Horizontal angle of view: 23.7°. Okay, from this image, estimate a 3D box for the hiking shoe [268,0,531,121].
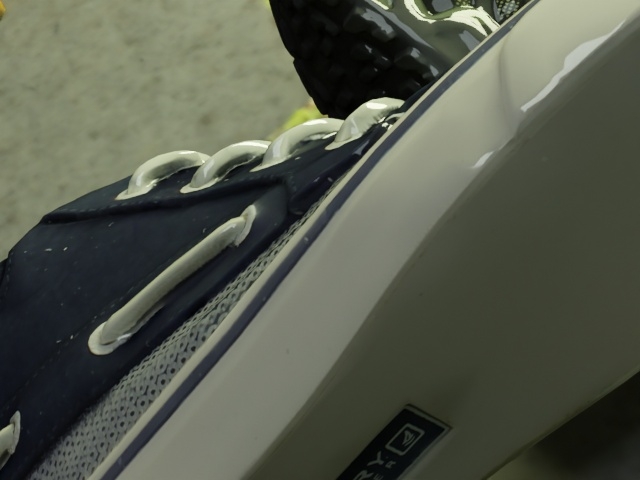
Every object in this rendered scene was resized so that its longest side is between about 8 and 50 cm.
[{"bbox_3d":[0.081,-0.069,0.558,0.227,0.086,0.114,34,61,27],"label":"hiking shoe"}]

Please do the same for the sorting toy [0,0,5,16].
[{"bbox_3d":[-0.285,-0.018,0.664,0.196,0.047,0.347,20,62,32],"label":"sorting toy"}]

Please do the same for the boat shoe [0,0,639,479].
[{"bbox_3d":[0.000,0.000,0.458,0.340,0.127,0.158,-44,46,4],"label":"boat shoe"}]
